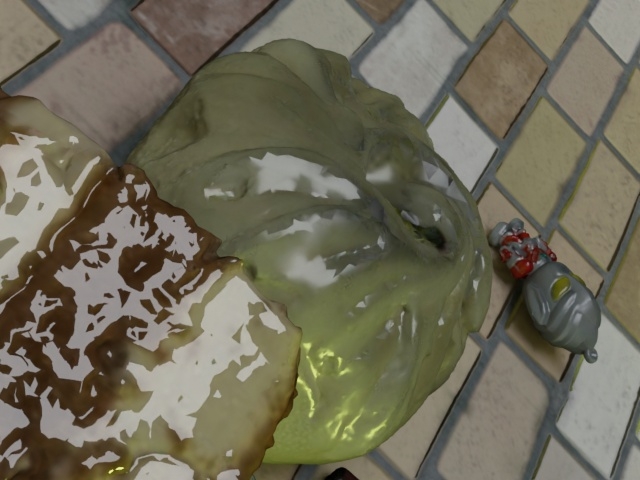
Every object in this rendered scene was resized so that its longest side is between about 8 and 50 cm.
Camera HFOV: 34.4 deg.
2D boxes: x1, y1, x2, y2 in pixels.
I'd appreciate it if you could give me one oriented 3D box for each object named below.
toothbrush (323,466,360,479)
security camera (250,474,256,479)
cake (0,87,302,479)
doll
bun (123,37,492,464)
[{"bbox_3d":[0.135,0.322,0.893,0.364,0.041,0.041,43,47,-10],"label":"toothbrush"},{"bbox_3d":[-0.096,0.205,0.778,0.092,0.058,0.058,2,65,-24],"label":"security camera"},{"bbox_3d":[-0.203,0.078,0.581,0.290,0.282,0.255,44,68,-10],"label":"cake"},{"bbox_3d":[0.244,0.053,1.110,0.094,0.079,0.180,-13,63,-41],"label":"doll"},{"bbox_3d":[0.000,0.000,0.848,0.360,0.211,0.359,19,54,-29],"label":"bun"}]
